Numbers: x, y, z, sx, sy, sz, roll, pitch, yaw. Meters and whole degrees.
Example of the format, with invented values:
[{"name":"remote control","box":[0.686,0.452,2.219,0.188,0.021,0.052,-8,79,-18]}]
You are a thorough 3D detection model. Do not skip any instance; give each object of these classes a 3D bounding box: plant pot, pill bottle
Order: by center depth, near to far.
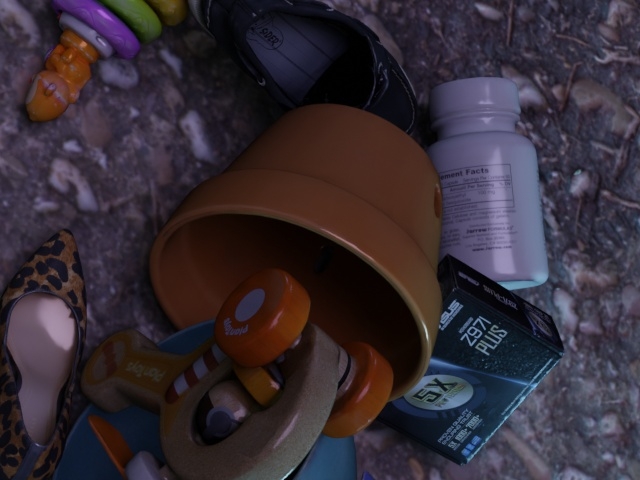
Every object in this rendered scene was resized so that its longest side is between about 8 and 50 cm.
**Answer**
[{"name":"plant pot","box":[-0.080,0.242,1.272,0.290,0.290,0.195,-52,130,-23]},{"name":"plant pot","box":[0.000,0.000,1.344,0.291,0.291,0.203,36,52,-15]},{"name":"pill bottle","box":[0.181,-0.060,1.505,0.131,0.131,0.229,0,81,-25]}]

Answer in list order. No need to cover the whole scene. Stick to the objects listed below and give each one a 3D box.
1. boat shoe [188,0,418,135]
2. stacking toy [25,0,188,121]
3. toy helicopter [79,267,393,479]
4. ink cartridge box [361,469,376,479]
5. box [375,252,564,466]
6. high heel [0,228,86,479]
[{"name":"boat shoe","box":[0.009,-0.174,1.389,0.127,0.113,0.340,-46,135,5]},{"name":"stacking toy","box":[-0.208,-0.245,1.365,0.165,0.175,0.302,37,81,-12]},{"name":"toy helicopter","box":[-0.120,0.148,1.170,0.140,0.355,0.235,42,69,-30]},{"name":"ink cartridge box","box":[0.084,0.415,1.293,0.307,0.072,0.304,55,45,-57]},{"name":"box","box":[0.144,0.129,1.428,0.147,0.077,0.180,31,112,-17]},{"name":"high heel","box":[-0.251,0.101,1.242,0.093,0.186,0.261,19,73,-21]}]
